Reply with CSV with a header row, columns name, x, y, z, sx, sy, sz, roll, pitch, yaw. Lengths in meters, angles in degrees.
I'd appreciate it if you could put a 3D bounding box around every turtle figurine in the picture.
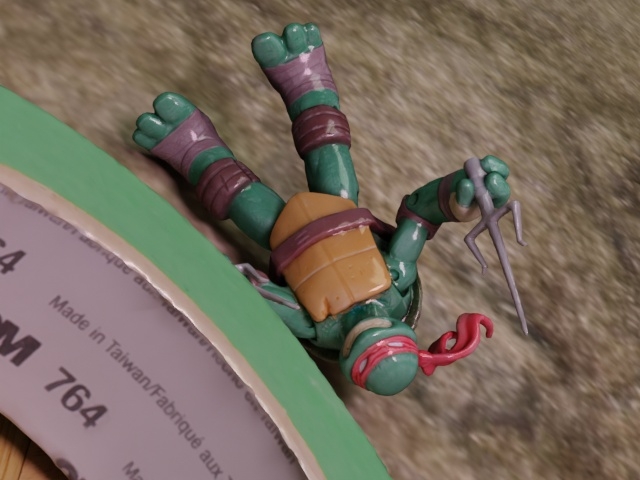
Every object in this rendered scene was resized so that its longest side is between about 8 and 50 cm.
name,x,y,z,sx,sy,sz,roll,pitch,yaw
turtle figurine,0.000,0.000,0.861,0.175,0.118,0.234,-21,53,-14

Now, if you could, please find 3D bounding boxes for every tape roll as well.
name,x,y,z,sx,sy,sz,roll,pitch,yaw
tape roll,-0.088,0.085,0.426,0.321,0.077,0.321,38,26,-22

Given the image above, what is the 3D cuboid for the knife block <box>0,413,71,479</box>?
name,x,y,z,sx,sy,sz,roll,pitch,yaw
knife block,-0.173,0.072,0.541,0.242,0.088,0.275,1,47,-54
